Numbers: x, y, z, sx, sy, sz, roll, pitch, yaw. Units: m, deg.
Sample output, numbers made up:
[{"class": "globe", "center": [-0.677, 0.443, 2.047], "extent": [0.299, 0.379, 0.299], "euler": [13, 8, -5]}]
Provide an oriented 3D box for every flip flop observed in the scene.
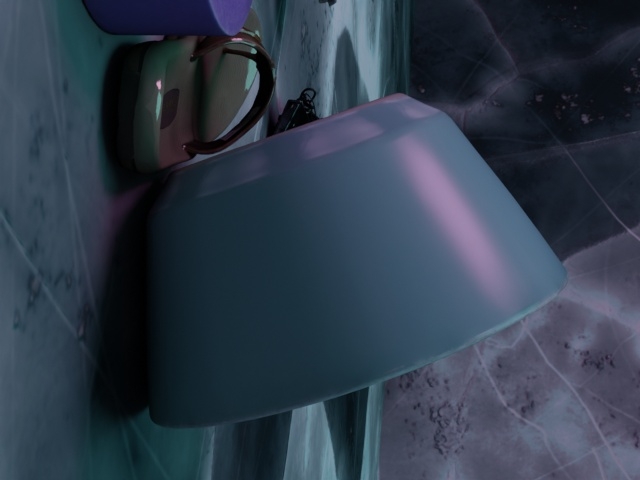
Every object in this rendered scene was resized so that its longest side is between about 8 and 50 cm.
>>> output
[{"class": "flip flop", "center": [-0.076, -0.113, 0.895], "extent": [0.277, 0.080, 0.112], "euler": [-60, 151, -72]}]

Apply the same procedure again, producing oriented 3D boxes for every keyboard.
[{"class": "keyboard", "center": [-0.033, -0.110, 1.387], "extent": [0.100, 0.038, 0.192], "euler": [-62, 167, -10]}]

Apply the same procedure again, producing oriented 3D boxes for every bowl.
[{"class": "bowl", "center": [0.000, 0.000, 0.874], "extent": [0.311, 0.311, 0.163], "euler": [-43, 113, -78]}]

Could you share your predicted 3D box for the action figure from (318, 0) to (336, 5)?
[{"class": "action figure", "center": [0.018, -0.339, 1.276], "extent": [0.164, 0.141, 0.275], "euler": [52, -7, -36]}]

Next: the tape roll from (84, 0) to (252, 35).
[{"class": "tape roll", "center": [-0.093, -0.222, 0.769], "extent": [0.189, 0.080, 0.189], "euler": [3, 90, -81]}]
